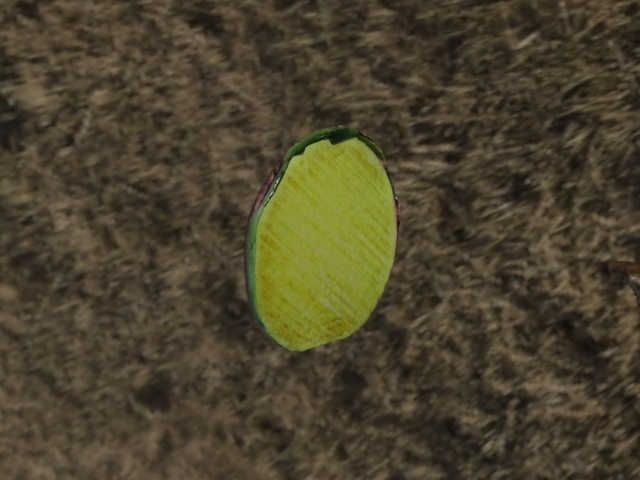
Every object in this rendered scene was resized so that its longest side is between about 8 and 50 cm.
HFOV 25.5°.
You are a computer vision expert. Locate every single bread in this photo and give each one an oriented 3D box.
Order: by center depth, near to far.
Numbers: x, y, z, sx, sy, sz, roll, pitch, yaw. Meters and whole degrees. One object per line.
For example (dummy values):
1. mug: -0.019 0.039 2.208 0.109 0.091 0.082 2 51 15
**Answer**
1. bread: 0.000 0.000 1.383 0.033 0.228 0.228 14 113 37

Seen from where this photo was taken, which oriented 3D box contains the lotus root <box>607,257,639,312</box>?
1. lotus root: 0.256 0.009 0.580 0.257 0.154 0.140 -21 117 10
